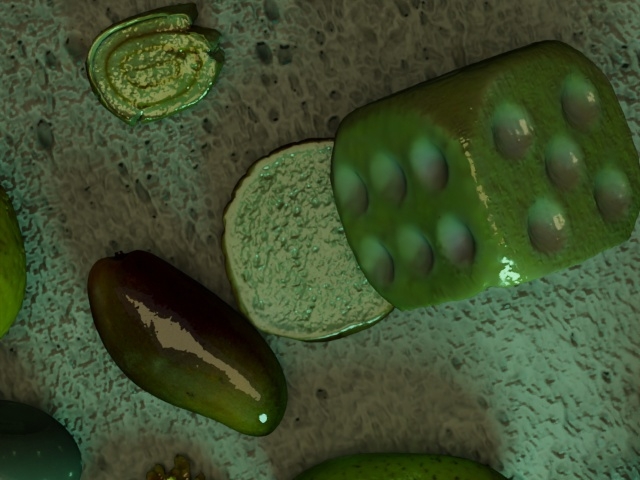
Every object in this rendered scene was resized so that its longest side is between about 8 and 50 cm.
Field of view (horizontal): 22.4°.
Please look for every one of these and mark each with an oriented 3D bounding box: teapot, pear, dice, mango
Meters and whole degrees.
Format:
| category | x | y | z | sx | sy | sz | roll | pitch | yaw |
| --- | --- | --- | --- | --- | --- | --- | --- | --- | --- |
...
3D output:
| category | x | y | z | sx | sy | sz | roll | pitch | yaw |
| --- | --- | --- | --- | --- | --- | --- | --- | --- | --- |
| teapot | -0.364 | 0.309 | 1.777 | 0.183 | 0.183 | 0.251 | 11 | 104 | 1 |
| pear | 0.107 | 0.351 | 1.768 | 0.292 | 0.159 | 0.292 | 0 | 91 | -1 |
| dice | 0.167 | -0.066 | 1.664 | 0.233 | 0.238 | 0.226 | -24 | 95 | -36 |
| mango | -0.149 | 0.117 | 1.781 | 0.267 | 0.111 | 0.133 | 39 | 88 | -1 |

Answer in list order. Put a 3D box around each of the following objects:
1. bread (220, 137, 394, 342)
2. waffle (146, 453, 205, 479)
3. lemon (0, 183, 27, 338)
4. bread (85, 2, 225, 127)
| category | x | y | z | sx | sy | sz | roll | pitch | yaw |
| --- | --- | --- | --- | --- | --- | --- | --- | --- | --- |
| bread | 0.000 | 0.000 | 1.792 | 0.236 | 0.070 | 0.236 | 0 | 92 | 2 |
| waffle | -0.164 | 0.358 | 1.815 | 0.193 | 0.070 | 0.197 | -34 | 91 | 2 |
| lemon | -0.444 | 0.006 | 1.718 | 0.253 | 0.253 | 0.310 | -21 | 90 | 3 |
| bread | -0.181 | -0.195 | 1.789 | 0.156 | 0.064 | 0.117 | -18 | 97 | 1 |
